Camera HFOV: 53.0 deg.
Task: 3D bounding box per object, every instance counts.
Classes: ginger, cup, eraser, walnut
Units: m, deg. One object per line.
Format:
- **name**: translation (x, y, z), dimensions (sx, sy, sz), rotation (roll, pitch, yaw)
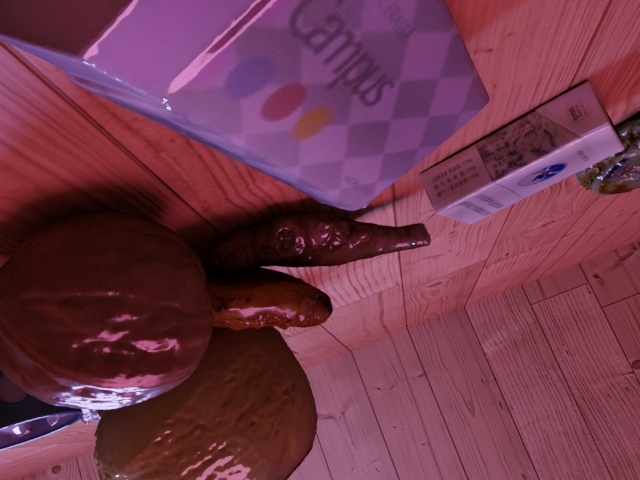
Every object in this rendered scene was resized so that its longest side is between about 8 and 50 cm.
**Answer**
- **ginger**: translation (-0.002, 0.000, 0.938), dimensions (0.333, 0.080, 0.166), rotation (-6, 177, -42)
- **cup**: translation (-0.394, 0.159, 0.791), dimensions (0.300, 0.173, 0.167), rotation (-10, 160, -35)
- **eraser**: translation (-0.009, -0.125, 0.481), dimensions (0.213, 0.082, 0.397), rotation (-40, 159, 14)
- **walnut**: translation (-0.230, 0.074, 0.677), dimensions (0.228, 0.228, 0.228), rotation (-19, 163, -6)

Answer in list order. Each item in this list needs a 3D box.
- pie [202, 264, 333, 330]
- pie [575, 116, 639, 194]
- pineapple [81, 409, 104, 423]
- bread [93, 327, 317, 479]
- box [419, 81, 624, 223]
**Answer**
- **pie**: translation (-0.106, 0.076, 0.886), dimensions (0.273, 0.069, 0.273), rotation (6, -178, 0)
- **pie**: translation (0.550, -0.146, 1.108), dimensions (0.201, 0.090, 0.248), rotation (-17, 160, -2)
- **pineapple**: translation (-0.288, 0.217, 1.103), dimensions (0.279, 0.157, 0.158), rotation (-4, 157, -32)
- **bread**: translation (-0.167, 0.251, 0.932), dimensions (0.320, 0.237, 0.320), rotation (-27, -171, 5)
- **box**: translation (0.294, -0.116, 0.935), dimensions (0.256, 0.069, 0.164), rotation (-28, 162, 26)
